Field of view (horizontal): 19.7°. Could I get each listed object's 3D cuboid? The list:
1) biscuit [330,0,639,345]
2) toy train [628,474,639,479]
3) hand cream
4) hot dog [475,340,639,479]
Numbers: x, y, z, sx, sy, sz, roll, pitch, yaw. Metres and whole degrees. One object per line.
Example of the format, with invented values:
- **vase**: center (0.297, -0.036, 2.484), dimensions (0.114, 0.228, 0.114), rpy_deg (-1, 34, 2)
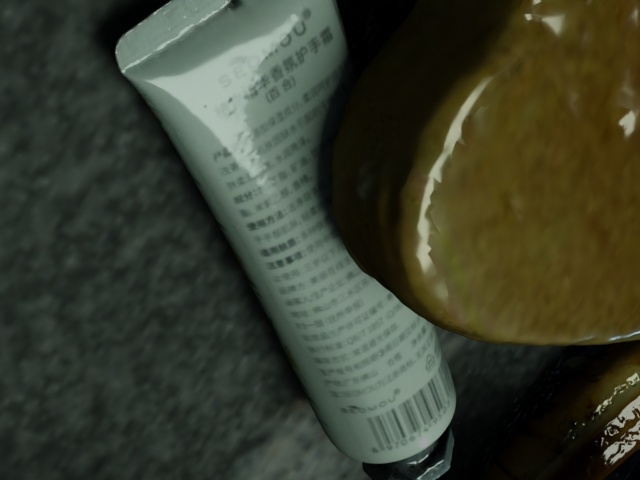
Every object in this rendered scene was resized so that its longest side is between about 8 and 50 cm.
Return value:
- **biscuit**: center (0.117, -0.080, 0.527), dimensions (0.287, 0.057, 0.344), rpy_deg (-46, 128, -13)
- **toy train**: center (0.079, 0.173, 0.631), dimensions (0.204, 0.083, 0.131), rpy_deg (-32, 105, 24)
- **hand cream**: center (0.000, 0.000, 0.525), dimensions (0.067, 0.042, 0.194), rpy_deg (-33, 131, -13)
- **hot dog**: center (0.093, 0.067, 0.661), dimensions (0.122, 0.037, 0.049), rpy_deg (-39, 149, -9)
